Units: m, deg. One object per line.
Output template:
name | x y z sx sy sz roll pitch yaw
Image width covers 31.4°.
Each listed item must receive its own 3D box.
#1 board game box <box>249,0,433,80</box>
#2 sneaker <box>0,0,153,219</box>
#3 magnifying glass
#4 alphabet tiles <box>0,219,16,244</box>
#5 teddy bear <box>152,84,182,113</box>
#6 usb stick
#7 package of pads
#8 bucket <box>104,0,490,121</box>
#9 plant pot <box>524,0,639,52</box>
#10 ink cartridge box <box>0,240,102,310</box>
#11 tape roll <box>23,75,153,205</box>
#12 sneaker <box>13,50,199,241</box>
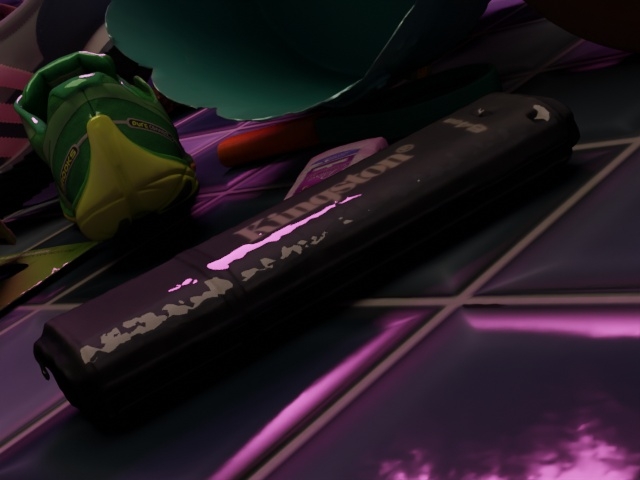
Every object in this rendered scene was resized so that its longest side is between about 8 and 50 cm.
board game box | 0.010 -0.302 0.897 0.213 0.317 0.046 15 16 25
sneaker | -0.260 -0.124 0.964 0.319 0.131 0.112 -40 -9 22
magnifying glass | 0.023 -0.085 0.821 0.231 0.026 0.092 -9 20 33
alphabet tiles | -0.317 -0.008 0.789 0.198 0.009 0.237 1 -9 -7
teddy bear | -0.206 -0.199 1.320 0.338 0.113 0.245 -34 18 -35
usb stick | 0.000 0.000 0.533 0.278 0.045 0.077 -28 16 -21
package of pads | 0.011 -0.029 0.636 0.050 0.032 0.083 -19 16 19
bucket | -0.011 -0.223 0.786 0.281 0.281 0.183 -12 4 32
plant pot | 0.222 -0.252 0.695 0.291 0.291 0.203 -2 43 50
ink cartridge box | -0.304 0.029 0.745 0.189 0.097 0.255 -8 22 40
tape roll | -0.297 -0.173 1.058 0.275 0.274 0.090 -15 18 24
sneaker | -0.151 -0.076 0.816 0.109 0.123 0.295 -25 10 -12
